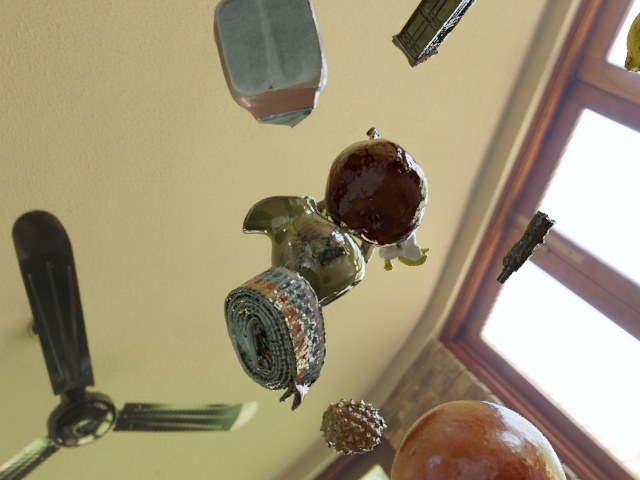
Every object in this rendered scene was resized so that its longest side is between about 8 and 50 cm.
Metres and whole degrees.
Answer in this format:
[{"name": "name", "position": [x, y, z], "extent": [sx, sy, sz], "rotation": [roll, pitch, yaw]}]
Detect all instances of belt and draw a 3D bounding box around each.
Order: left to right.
[{"name": "belt", "position": [-0.109, 0.216, 1.376], "extent": [0.160, 0.207, 0.294], "rotation": [-31, -56, -46]}]

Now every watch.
[{"name": "watch", "position": [-0.085, -0.308, 1.024], "extent": [0.162, 0.241, 0.253], "rotation": [-11, -94, -3]}]

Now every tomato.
[{"name": "tomato", "position": [0.239, 0.384, 0.924], "extent": [0.265, 0.265, 0.264], "rotation": [-19, -49, -24]}]

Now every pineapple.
[{"name": "pineapple", "position": [0.102, 0.526, 1.725], "extent": [0.193, 0.166, 0.166], "rotation": [9, -63, -21]}]

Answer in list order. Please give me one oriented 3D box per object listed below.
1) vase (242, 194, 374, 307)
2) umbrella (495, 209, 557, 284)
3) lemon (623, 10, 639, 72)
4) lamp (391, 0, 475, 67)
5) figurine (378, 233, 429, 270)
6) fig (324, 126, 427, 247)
[{"name": "vase", "position": [0.000, 0.000, 1.602], "extent": [0.329, 0.302, 0.241], "rotation": [-29, -13, -15]}, {"name": "umbrella", "position": [0.568, 0.024, 1.709], "extent": [0.235, 0.066, 0.059], "rotation": [-57, -8, 19]}, {"name": "lemon", "position": [0.687, -0.396, 1.171], "extent": [0.206, 0.173, 0.173], "rotation": [-39, -41, 21]}, {"name": "lamp", "position": [0.265, -0.493, 1.246], "extent": [0.089, 0.090, 0.325], "rotation": [-34, -5, -27]}, {"name": "figurine", "position": [0.293, 0.033, 2.137], "extent": [0.178, 0.129, 0.109], "rotation": [-10, -4, 4]}, {"name": "fig", "position": [0.083, -0.112, 1.129], "extent": [0.191, 0.290, 0.190], "rotation": [-8, -61, -14]}]
